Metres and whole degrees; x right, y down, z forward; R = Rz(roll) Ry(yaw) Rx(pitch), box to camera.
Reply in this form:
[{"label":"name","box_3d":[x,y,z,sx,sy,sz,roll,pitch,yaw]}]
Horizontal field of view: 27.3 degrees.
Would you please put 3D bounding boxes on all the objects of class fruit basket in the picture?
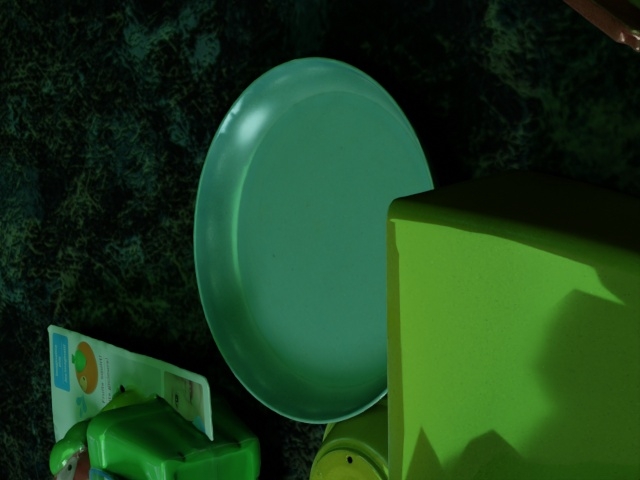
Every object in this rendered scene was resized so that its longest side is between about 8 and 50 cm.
[{"label":"fruit basket","box_3d":[-0.203,0.269,1.353,0.353,0.165,0.327,8,103,48]}]

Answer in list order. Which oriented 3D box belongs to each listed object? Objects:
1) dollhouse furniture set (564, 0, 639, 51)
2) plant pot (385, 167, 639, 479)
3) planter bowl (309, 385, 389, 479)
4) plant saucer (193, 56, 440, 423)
[{"label":"dollhouse furniture set","box_3d":[0.204,-0.278,0.845,0.374,0.152,0.201,-119,33,-55]},{"label":"plant pot","box_3d":[0.178,0.069,0.909,0.187,0.212,0.212,5,101,33]},{"label":"planter bowl","box_3d":[0.056,0.217,1.131,0.217,0.090,0.217,11,106,43]},{"label":"plant saucer","box_3d":[0.000,0.000,1.159,0.318,0.044,0.317,1,91,48]}]
